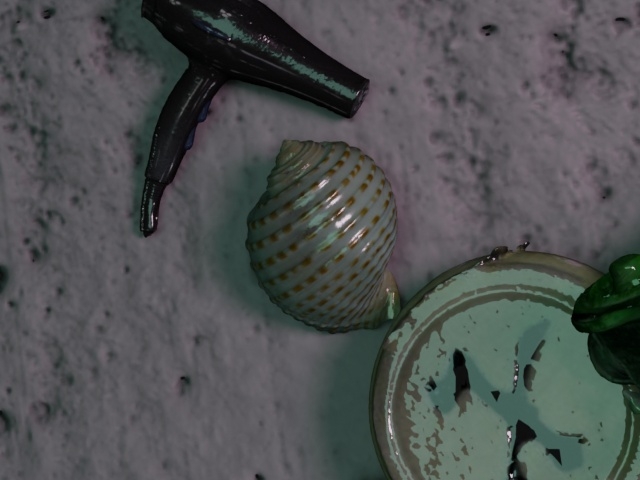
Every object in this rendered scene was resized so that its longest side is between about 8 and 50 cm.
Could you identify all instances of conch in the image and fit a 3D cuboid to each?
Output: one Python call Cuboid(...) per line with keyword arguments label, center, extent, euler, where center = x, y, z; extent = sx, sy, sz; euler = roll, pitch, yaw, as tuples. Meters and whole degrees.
Cuboid(label="conch", center=(-0.004, -0.002, 1.102), extent=(0.135, 0.102, 0.153), euler=(-18, 81, 31))

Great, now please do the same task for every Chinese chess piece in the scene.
Cuboid(label="Chinese chess piece", center=(0.144, 0.119, 1.045), extent=(0.237, 0.092, 0.238), euler=(-2, 85, 19))

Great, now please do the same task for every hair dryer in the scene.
Cuboid(label="hair dryer", center=(-0.086, -0.091, 1.163), extent=(0.195, 0.075, 0.219), euler=(30, 106, 9))

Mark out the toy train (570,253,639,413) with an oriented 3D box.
Cuboid(label="toy train", center=(0.279, 0.046, 0.863), extent=(0.202, 0.266, 0.145), euler=(-31, 96, -24))
